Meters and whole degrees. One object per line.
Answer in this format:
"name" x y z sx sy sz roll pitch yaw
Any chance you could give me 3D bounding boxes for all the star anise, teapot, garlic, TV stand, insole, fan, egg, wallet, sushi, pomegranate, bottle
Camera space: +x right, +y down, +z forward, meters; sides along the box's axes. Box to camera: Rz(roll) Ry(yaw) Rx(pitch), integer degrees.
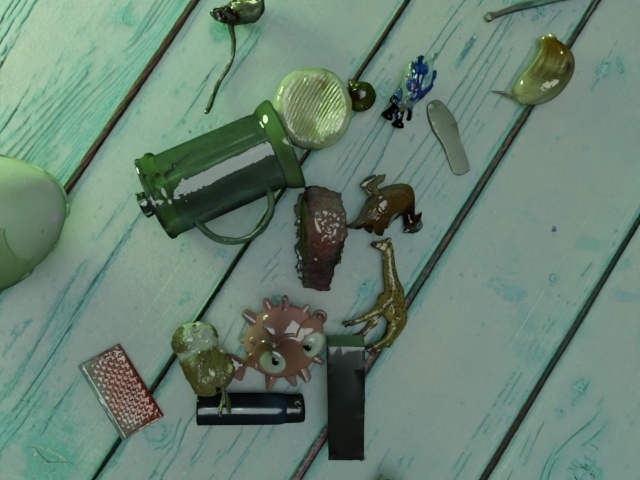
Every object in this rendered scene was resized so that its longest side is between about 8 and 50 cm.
"star anise" -0.184 -0.416 1.289 0.219 0.148 0.227 -32 127 -38
"teapot" -0.211 -0.115 1.229 0.337 0.200 0.270 -24 77 -5
"garlic" 0.523 -0.391 1.404 0.128 0.090 0.198 42 92 8
"TV stand" 0.058 0.356 1.322 0.088 0.083 0.269 -1 100 0
"insole" 0.309 -0.248 1.402 0.063 0.010 0.191 -24 95 -6
"fan" 0.527 -0.580 1.422 0.282 0.023 0.057 -23 103 -7
"egg" -0.661 -0.034 1.126 0.336 0.278 0.278 -26 95 -2
"wallet" -0.444 0.336 1.299 0.103 0.020 0.196 -30 95 -6
"sushi" 0.003 -0.002 1.286 0.108 0.161 0.240 0 90 -10
"pomegranate" 0.090 -0.338 1.337 0.073 0.073 0.084 -21 94 -7
"bottle" -0.155 0.382 1.318 0.245 0.072 0.082 1 128 -8

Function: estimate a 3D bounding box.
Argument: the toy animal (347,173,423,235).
"toy animal" 0.147 -0.058 1.351 0.188 0.089 0.179 -40 112 -11

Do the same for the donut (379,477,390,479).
"donut" 0.045 0.702 1.315 0.372 0.150 0.307 -9 93 -8

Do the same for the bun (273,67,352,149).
"bun" -0.015 -0.292 1.307 0.184 0.102 0.183 0 97 2

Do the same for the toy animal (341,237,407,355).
"toy animal" 0.147 0.134 1.365 0.149 0.054 0.275 21 91 -5

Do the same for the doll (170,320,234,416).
"doll" -0.243 0.275 1.273 0.105 0.115 0.221 -23 71 -44

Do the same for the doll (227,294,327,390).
"doll" -0.095 0.231 1.307 0.262 0.093 0.211 -26 94 10

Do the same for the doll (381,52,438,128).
"doll" 0.216 -0.356 1.360 0.096 0.070 0.195 34 89 -38
